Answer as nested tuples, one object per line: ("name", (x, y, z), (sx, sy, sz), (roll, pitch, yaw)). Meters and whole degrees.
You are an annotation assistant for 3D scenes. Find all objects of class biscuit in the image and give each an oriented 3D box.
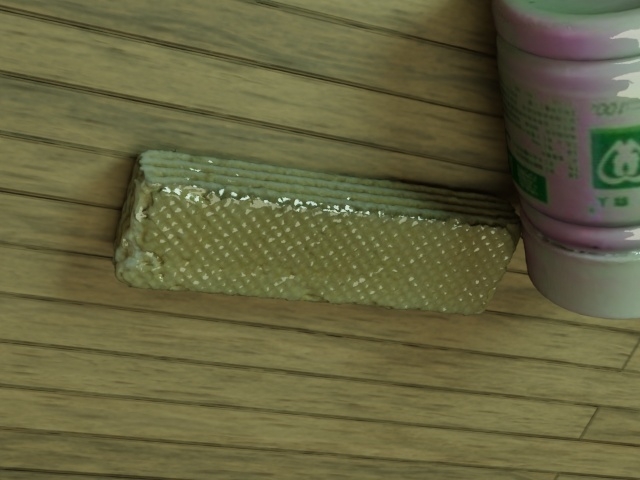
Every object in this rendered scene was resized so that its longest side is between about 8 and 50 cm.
("biscuit", (0.000, 0.000, 1.222), (0.426, 0.078, 0.144), (7, 123, -21))

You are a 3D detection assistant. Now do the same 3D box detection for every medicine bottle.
("medicine bottle", (0.285, -0.109, 1.135), (0.212, 0.212, 0.325), (-17, 125, -5))

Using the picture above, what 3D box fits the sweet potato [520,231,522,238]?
("sweet potato", (0.312, 0.013, 1.341), (0.206, 0.068, 0.059), (10, 87, -21))
